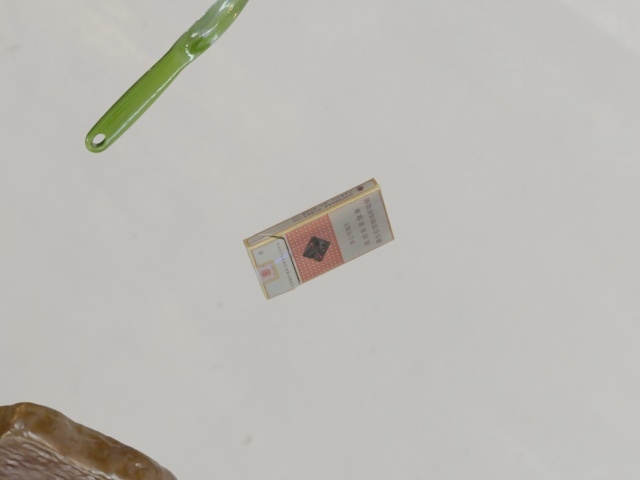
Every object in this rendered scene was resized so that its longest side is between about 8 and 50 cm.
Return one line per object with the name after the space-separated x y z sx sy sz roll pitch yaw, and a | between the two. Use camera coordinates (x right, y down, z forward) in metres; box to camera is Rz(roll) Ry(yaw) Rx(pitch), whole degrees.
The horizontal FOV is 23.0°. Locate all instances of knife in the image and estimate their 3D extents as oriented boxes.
-0.107 -0.126 1.134 0.022 0.026 0.184 44 108 -9 | knife

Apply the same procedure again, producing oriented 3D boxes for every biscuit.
-0.190 0.201 1.166 0.257 0.049 0.273 -13 133 38 | biscuit

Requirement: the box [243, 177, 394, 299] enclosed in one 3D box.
0.000 0.000 0.902 0.012 0.083 0.046 57 170 44 | box
